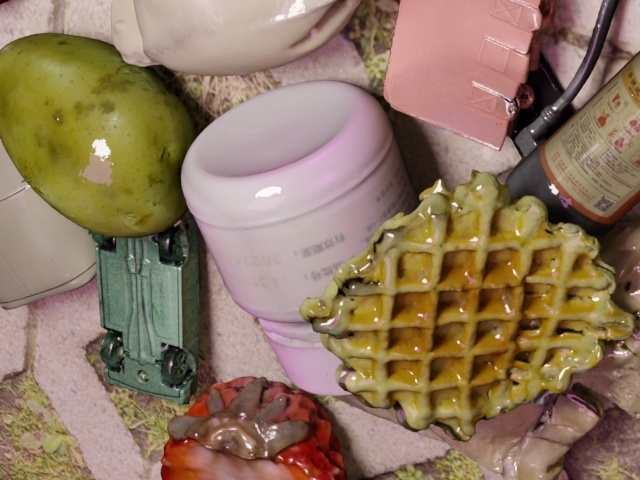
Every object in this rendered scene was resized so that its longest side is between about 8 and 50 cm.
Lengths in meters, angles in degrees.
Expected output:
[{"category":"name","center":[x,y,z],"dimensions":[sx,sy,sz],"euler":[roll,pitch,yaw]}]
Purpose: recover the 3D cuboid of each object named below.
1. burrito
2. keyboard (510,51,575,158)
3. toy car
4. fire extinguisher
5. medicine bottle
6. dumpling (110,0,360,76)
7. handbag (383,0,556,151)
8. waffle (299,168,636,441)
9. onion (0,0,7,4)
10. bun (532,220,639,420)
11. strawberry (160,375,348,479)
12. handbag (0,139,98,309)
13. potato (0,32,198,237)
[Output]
[{"category":"burrito","center":[0.163,0.173,1.699],"dimensions":[0.348,0.107,0.175],"euler":[24,112,13]},{"category":"keyboard","center":[0.207,-0.177,1.510],"dimensions":[0.087,0.017,0.250],"euler":[-22,105,39]},{"category":"toy car","center":[-0.216,0.055,1.842],"dimensions":[0.141,0.097,0.320],"euler":[12,117,24]},{"category":"fire extinguisher","center":[0.319,-0.158,1.384],"dimensions":[0.200,0.113,0.376],"euler":[45,125,-1]},{"category":"medicine bottle","center":[0.000,0.000,1.592],"dimensions":[0.241,0.241,0.302],"euler":[-2,126,31]},{"category":"dumpling","center":[-0.100,-0.331,1.510],"dimensions":[0.395,0.233,0.315],"euler":[-16,78,50]},{"category":"handbag","center":[0.156,-0.212,1.468],"dimensions":[0.157,0.059,0.212],"euler":[24,130,18]},{"category":"waffle","center":[0.151,0.074,1.469],"dimensions":[0.317,0.073,0.297],"euler":[-39,118,23]},{"category":"onion","center":[-0.426,-0.338,1.704],"dimensions":[0.195,0.159,0.159],"euler":[22,133,-20]},{"category":"bun","center":[0.330,0.098,1.544],"dimensions":[0.210,0.116,0.237],"euler":[-6,113,32]},{"category":"strawberry","center":[-0.066,0.322,1.906],"dimensions":[0.265,0.149,0.336],"euler":[2,130,21]},{"category":"handbag","center":[-0.431,-0.062,1.862],"dimensions":[0.241,0.109,0.315],"euler":[-17,118,33]},{"category":"potato","center":[-0.268,-0.132,1.678],"dimensions":[0.304,0.216,0.216],"euler":[49,137,32]}]
